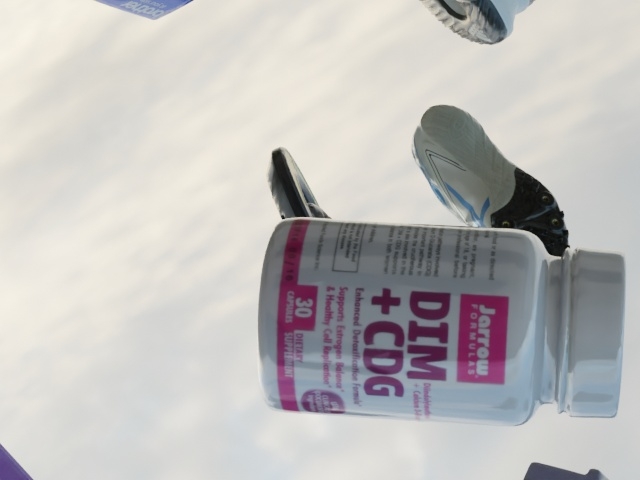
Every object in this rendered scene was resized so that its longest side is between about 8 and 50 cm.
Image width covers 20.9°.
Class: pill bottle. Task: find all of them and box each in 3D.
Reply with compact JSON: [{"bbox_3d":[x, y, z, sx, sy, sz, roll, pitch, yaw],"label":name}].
[{"bbox_3d":[0.099,0.067,1.394,0.283,0.160,0.160,3,-146,8],"label":"pill bottle"}]

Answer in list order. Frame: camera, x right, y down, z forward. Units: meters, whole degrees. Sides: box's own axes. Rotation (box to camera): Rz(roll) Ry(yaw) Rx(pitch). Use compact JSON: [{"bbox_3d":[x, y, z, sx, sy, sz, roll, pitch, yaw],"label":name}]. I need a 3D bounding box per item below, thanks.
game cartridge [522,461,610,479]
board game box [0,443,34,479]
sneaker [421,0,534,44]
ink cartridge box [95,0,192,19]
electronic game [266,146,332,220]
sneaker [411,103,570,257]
[{"bbox_3d":[0.383,0.290,1.610,0.355,0.230,0.068,11,-101,28],"label":"game cartridge"},{"bbox_3d":[-0.198,0.160,1.059,0.056,0.347,0.208,-42,-160,-11],"label":"board game box"},{"bbox_3d":[0.082,-0.396,1.359,0.257,0.447,0.169,-40,-179,-8],"label":"sneaker"},{"bbox_3d":[-0.035,-0.241,1.077,0.311,0.065,0.186,-27,166,23],"label":"ink cartridge box"},{"bbox_3d":[0.000,0.000,1.938,0.048,0.229,0.229,-26,-154,4],"label":"electronic game"},{"bbox_3d":[0.171,-0.037,1.733,0.085,0.086,0.237,-21,-125,-20],"label":"sneaker"}]
